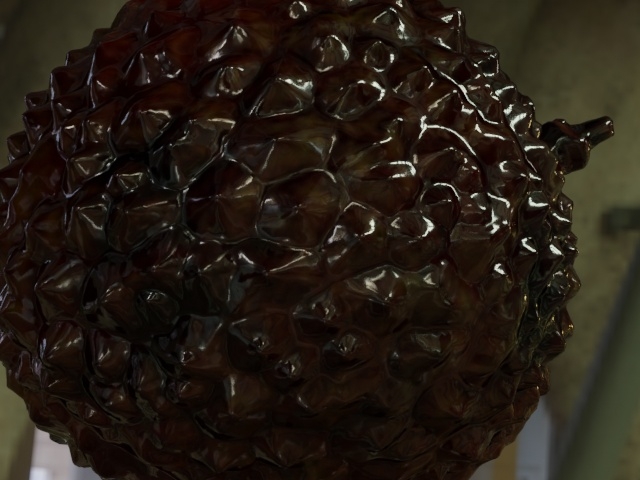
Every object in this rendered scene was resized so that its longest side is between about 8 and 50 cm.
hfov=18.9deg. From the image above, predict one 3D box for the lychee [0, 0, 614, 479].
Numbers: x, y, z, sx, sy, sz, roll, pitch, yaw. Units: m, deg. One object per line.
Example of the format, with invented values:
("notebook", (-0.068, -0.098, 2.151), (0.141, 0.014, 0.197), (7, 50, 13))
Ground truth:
("lychee", (0.000, 0.000, 1.397), (0.500, 0.424, 0.424), (-15, -5, -22))
